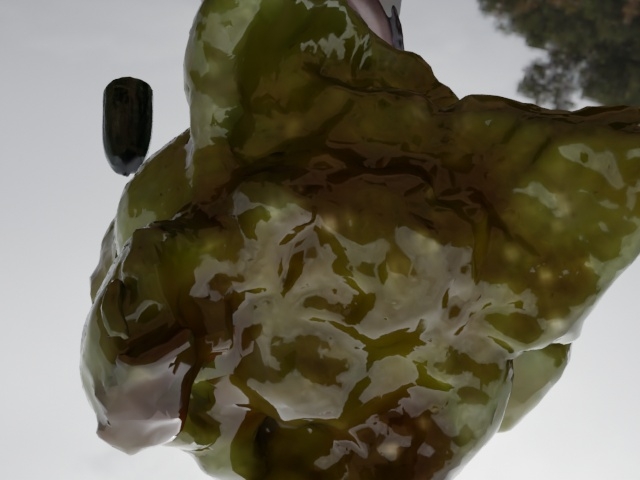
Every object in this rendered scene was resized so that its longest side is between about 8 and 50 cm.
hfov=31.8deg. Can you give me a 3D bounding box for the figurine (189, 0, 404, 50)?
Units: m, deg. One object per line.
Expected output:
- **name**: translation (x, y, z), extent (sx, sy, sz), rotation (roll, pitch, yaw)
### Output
- **figurine**: translation (-0.021, -0.230, 1.133), extent (0.211, 0.253, 0.361), rotation (2, -151, 0)

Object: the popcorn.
- **popcorn**: translation (0.008, -0.006, 0.651), extent (0.321, 0.325, 0.290), rotation (-28, -166, -8)

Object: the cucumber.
- **cucumber**: translation (-0.174, -0.099, 1.006), extent (0.048, 0.048, 0.105), rotation (6, -136, -13)
